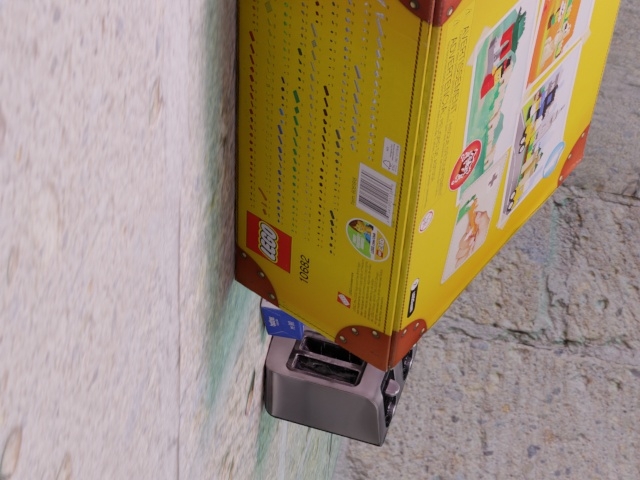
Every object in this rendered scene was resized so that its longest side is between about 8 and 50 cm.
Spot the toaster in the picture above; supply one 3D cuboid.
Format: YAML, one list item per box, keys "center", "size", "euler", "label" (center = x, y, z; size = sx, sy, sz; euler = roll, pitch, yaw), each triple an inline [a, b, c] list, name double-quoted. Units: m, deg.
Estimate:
- center: [0.020, 0.147, 2.038]
  size: [0.110, 0.186, 0.168]
  euler: [90, 19, -49]
  label: "toaster"

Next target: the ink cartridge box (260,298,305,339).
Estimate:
- center: [-0.024, 0.002, 1.900]
  size: [0.097, 0.046, 0.207]
  euler: [84, 17, -67]
  label: "ink cartridge box"

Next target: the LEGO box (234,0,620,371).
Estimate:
- center: [0.108, -0.185, 1.463]
  size: [0.372, 0.193, 0.500]
  euler: [-45, 155, -34]
  label: "LEGO box"
